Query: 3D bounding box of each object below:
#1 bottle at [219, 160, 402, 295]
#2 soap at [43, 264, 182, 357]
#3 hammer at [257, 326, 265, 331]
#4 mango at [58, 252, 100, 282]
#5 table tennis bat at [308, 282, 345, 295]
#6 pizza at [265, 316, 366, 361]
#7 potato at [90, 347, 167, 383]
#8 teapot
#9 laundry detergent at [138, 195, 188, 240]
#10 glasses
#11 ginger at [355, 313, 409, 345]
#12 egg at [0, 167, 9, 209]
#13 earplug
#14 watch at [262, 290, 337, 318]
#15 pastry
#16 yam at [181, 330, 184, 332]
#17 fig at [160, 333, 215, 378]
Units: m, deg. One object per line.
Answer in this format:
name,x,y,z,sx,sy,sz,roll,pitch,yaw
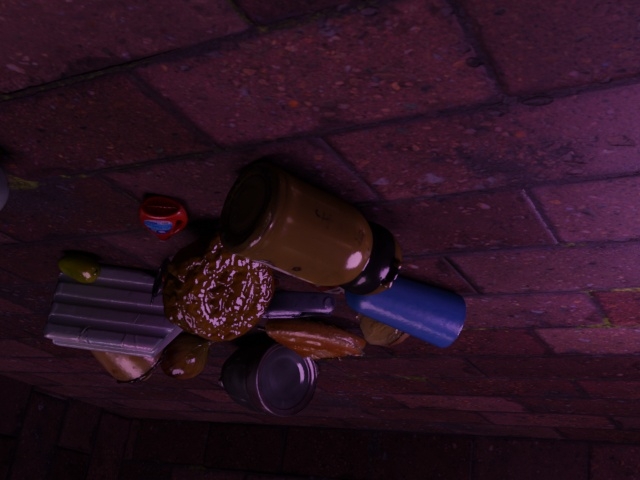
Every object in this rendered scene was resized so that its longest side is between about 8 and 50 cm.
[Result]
bottle,0.000,0.000,1.415,0.351,0.171,0.171,25,153,-35
soap,-0.507,0.181,1.986,0.347,0.208,0.115,7,159,3
hammer,-0.102,0.285,2.335,0.182,0.017,0.062,15,156,-12
mango,-0.603,0.066,1.933,0.108,0.056,0.073,8,126,5
table tennis bat,0.041,0.117,1.884,0.155,0.019,0.098,26,153,-30
pizza,-0.015,0.279,2.201,0.289,0.081,0.229,10,151,-1
potato,-0.559,0.246,2.157,0.242,0.285,0.242,-5,122,-8
teapot,-0.160,0.424,2.481,0.315,0.233,0.312,-8,180,-38
laundry detergent,-0.322,-0.040,1.602,0.097,0.049,0.165,6,160,-4
glasses,-0.257,0.118,1.862,0.268,0.118,0.234,22,152,-30
ginger,0.195,0.199,1.942,0.123,0.115,0.193,-3,158,-32
egg,-0.696,-0.101,1.428,0.231,0.168,0.168,4,158,-3
earplug,0.180,0.142,1.755,0.273,0.132,0.132,21,155,-18
watch,-0.073,0.157,1.899,0.206,0.068,0.193,5,169,-29
pastry,-0.231,0.097,1.666,0.132,0.240,0.235,26,157,54
yam,-0.408,0.196,2.177,0.061,0.061,0.253,7,156,4
fig,-0.402,0.372,2.503,0.231,0.143,0.160,-4,-174,12
